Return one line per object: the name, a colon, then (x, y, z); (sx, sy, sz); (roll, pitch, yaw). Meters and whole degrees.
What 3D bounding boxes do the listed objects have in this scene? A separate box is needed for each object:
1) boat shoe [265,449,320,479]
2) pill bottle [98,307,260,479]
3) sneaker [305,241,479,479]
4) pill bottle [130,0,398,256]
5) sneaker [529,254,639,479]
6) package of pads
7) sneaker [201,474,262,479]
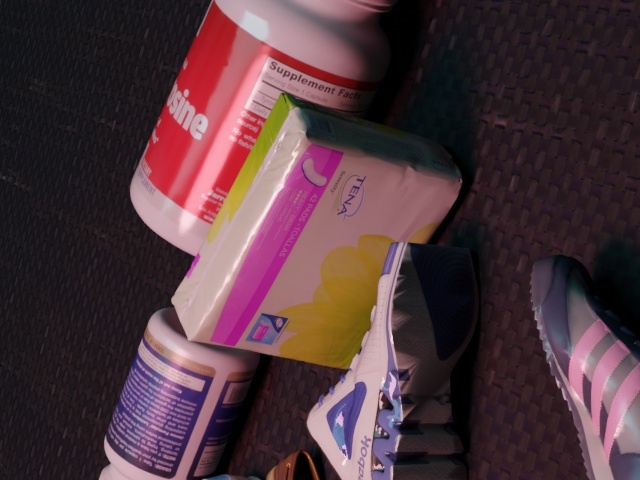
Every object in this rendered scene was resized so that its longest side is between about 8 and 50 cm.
boat shoe: (-0.017, 0.323, 1.769); (0.060, 0.064, 0.178); (-54, 38, 33)
pill bottle: (-0.191, 0.234, 1.969); (0.153, 0.153, 0.264); (40, 112, 52)
sneaker: (0.063, 0.156, 1.652); (0.182, 0.127, 0.315); (-7, 76, 52)
pill bottle: (-0.056, -0.183, 1.842); (0.407, 0.229, 0.229); (-63, 37, 20)
sneaker: (0.292, 0.130, 1.375); (0.131, 0.112, 0.319); (-33, 55, 25)
package of pads: (0.000, 0.000, 1.704); (0.296, 0.229, 0.101); (-60, 35, 25)
sneaker: (-0.133, 0.404, 1.885); (0.087, 0.092, 0.228); (3, 84, 54)
